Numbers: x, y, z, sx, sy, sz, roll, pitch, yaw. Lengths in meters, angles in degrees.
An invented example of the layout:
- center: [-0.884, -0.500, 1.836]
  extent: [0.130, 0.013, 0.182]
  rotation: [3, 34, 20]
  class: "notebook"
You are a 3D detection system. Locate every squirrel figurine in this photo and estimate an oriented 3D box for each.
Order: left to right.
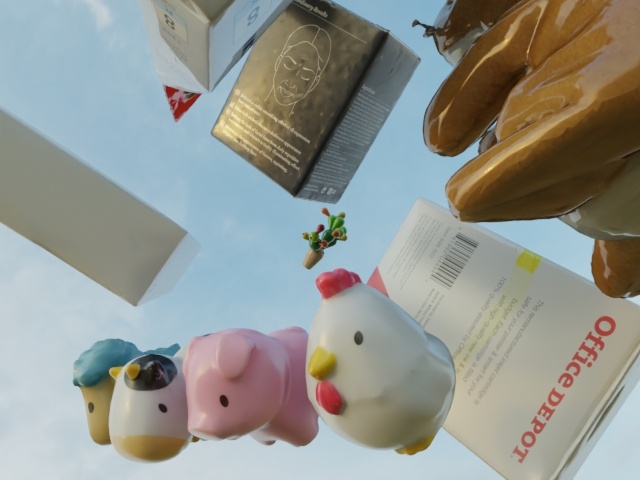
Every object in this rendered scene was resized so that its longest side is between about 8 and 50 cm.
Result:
- center: [0.264, -0.211, 0.506]
  extent: [0.280, 0.371, 0.397]
  rotation: [16, -44, -29]
  class: "squirrel figurine"

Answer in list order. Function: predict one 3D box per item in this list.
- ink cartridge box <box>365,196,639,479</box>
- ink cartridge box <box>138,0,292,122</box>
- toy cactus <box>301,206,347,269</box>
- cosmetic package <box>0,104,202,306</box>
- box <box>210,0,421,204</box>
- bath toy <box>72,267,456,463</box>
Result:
- center: [0.253, 0.148, 0.857]
  extent: [0.160, 0.384, 0.279]
  rotation: [29, -86, -50]
  class: "ink cartridge box"
- center: [-0.049, -0.274, 0.619]
  extent: [0.091, 0.385, 0.308]
  rotation: [39, -102, -3]
  class: "ink cartridge box"
- center: [0.000, 0.000, 1.610]
  extent: [0.112, 0.219, 0.181]
  rotation: [37, -71, 6]
  class: "toy cactus"
- center: [-0.292, -0.042, 0.693]
  extent: [0.284, 0.377, 0.097]
  rotation: [36, -98, -7]
  class: "cosmetic package"
- center: [-0.016, -0.331, 1.309]
  extent: [0.212, 0.293, 0.396]
  rotation: [0, -56, -60]
  class: "box"
- center: [-0.065, 0.109, 0.456]
  extent: [0.348, 0.151, 0.129]
  rotation: [-17, -71, 39]
  class: "bath toy"
